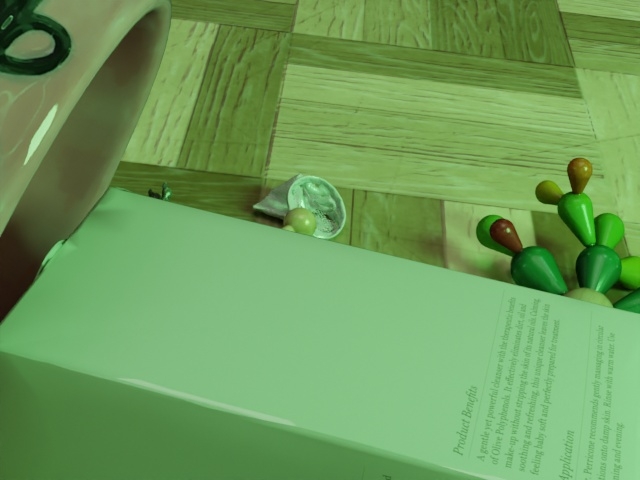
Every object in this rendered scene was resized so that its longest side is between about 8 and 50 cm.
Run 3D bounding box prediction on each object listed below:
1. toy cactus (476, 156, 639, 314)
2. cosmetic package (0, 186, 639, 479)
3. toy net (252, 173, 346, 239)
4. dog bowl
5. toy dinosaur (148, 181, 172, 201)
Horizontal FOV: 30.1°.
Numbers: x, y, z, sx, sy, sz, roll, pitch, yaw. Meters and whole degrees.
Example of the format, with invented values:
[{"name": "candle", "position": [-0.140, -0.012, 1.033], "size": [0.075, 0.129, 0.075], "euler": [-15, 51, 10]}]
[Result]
[{"name": "toy cactus", "position": [0.225, 0.032, 0.952], "size": [0.219, 0.112, 0.180], "euler": [23, 46, 8]}, {"name": "cosmetic package", "position": [0.002, 0.108, 0.731], "size": [0.365, 0.155, 0.197], "euler": [13, 34, 10]}, {"name": "toy net", "position": [0.000, 0.000, 0.989], "size": [0.122, 0.045, 0.232], "euler": [4, 34, -4]}, {"name": "dog bowl", "position": [-0.228, -0.030, 0.706], "size": [0.150, 0.408, 0.408], "euler": [26, 34, -4]}, {"name": "toy dinosaur", "position": [-0.187, -0.006, 0.954], "size": [0.268, 0.064, 0.118], "euler": [24, 44, 20]}]
